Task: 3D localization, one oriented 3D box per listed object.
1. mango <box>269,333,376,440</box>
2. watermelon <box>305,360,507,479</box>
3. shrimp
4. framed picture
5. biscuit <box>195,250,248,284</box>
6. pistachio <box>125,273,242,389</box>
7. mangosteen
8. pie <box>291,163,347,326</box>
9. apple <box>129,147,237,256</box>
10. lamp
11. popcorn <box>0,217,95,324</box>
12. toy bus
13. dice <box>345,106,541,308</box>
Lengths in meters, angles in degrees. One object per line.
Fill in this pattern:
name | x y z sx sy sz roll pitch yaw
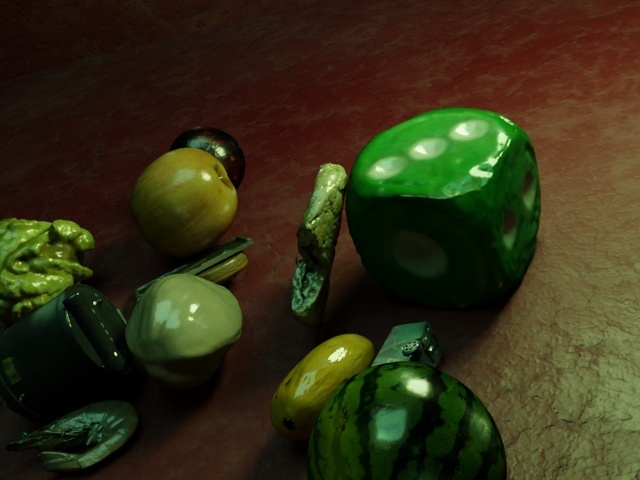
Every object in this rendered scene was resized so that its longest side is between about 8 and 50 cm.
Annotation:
mango | 0.005 0.241 1.746 0.109 0.157 0.262 35 43 11
watermelon | 0.120 0.314 1.430 0.285 0.285 0.285 -15 32 10
shrimp | -0.459 0.382 1.887 0.254 0.059 0.145 -21 41 -9
framed picture | -0.287 0.060 2.228 0.281 0.019 0.209 -28 8 -9
biscuit | -0.237 0.082 2.179 0.170 0.050 0.170 -26 8 4
pistachio | -0.263 0.164 1.965 0.226 0.207 0.332 -9 15 0
mangosteen | -0.284 -0.189 2.522 0.210 0.210 0.210 -15 32 10
pie | 0.000 0.000 1.955 0.075 0.337 0.337 11 38 5
apple | -0.307 -0.094 2.328 0.241 0.242 0.242 -29 27 25
lamp | -0.510 0.227 1.957 0.272 0.205 0.374 -33 2 -3
popcorn | -0.662 0.075 2.333 0.242 0.235 0.250 -7 68 40
toy bus | 0.128 0.250 1.714 0.109 0.091 0.261 -9 31 39
dice | 0.243 -0.063 1.925 0.297 0.287 0.300 1 39 32
